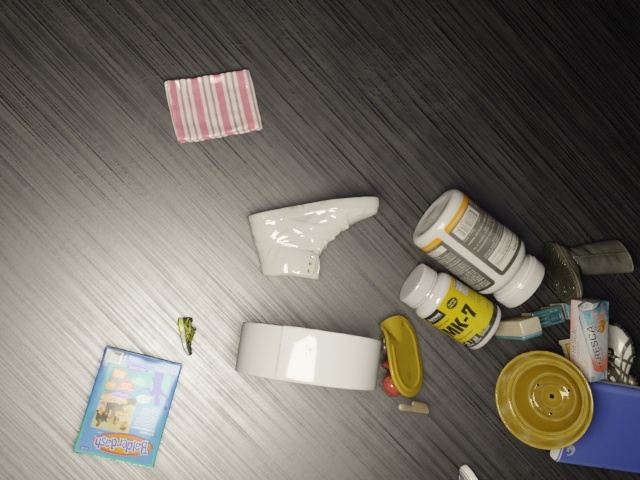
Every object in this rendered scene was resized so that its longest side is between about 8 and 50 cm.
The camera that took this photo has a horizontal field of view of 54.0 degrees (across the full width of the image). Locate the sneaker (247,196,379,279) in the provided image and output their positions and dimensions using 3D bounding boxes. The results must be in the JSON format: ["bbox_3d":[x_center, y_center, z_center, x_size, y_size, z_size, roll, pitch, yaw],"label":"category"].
[{"bbox_3d":[0.000,0.000,1.386,0.293,0.108,0.169,-12,87,-6],"label":"sneaker"}]

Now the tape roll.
[{"bbox_3d":[-0.023,0.228,1.248,0.286,0.286,0.100,11,80,-13],"label":"tape roll"}]

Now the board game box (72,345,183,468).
[{"bbox_3d":[-0.384,0.333,1.263,0.160,0.047,0.210,17,78,-12],"label":"board game box"}]

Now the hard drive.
[{"bbox_3d":[0.728,0.449,1.507,0.319,0.040,0.210,12,100,-13],"label":"hard drive"}]

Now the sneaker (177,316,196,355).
[{"bbox_3d":[-0.276,0.199,1.318,0.035,0.031,0.083,-12,85,-16],"label":"sneaker"}]

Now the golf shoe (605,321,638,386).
[{"bbox_3d":[0.714,0.300,1.537,0.094,0.077,0.198,-5,83,-15],"label":"golf shoe"}]

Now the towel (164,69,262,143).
[{"bbox_3d":[-0.236,-0.301,1.399,0.197,0.029,0.144,-13,87,-16],"label":"towel"}]

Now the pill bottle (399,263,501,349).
[{"bbox_3d":[0.292,0.147,1.427,0.208,0.119,0.119,32,76,-8],"label":"pill bottle"}]

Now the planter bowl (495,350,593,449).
[{"bbox_3d":[0.523,0.363,1.449,0.090,0.217,0.217,12,76,-55],"label":"planter bowl"}]

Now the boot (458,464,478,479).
[{"bbox_3d":[0.329,0.604,1.399,0.086,0.069,0.190,-22,90,-11],"label":"boot"}]

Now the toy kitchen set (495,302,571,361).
[{"bbox_3d":[0.543,0.244,1.476,0.207,0.122,0.166,-14,86,-16],"label":"toy kitchen set"}]

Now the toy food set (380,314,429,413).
[{"bbox_3d":[0.165,0.279,1.393,0.128,0.071,0.217,13,65,-50],"label":"toy food set"}]

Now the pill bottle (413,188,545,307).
[{"bbox_3d":[0.364,0.022,1.442,0.278,0.162,0.162,37,75,-8],"label":"pill bottle"}]

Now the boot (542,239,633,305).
[{"bbox_3d":[0.669,0.075,1.540,0.209,0.076,0.189,5,56,-18],"label":"boot"}]

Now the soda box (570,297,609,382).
[{"bbox_3d":[0.611,0.225,1.430,0.058,0.063,0.183,-4,95,-27],"label":"soda box"}]
